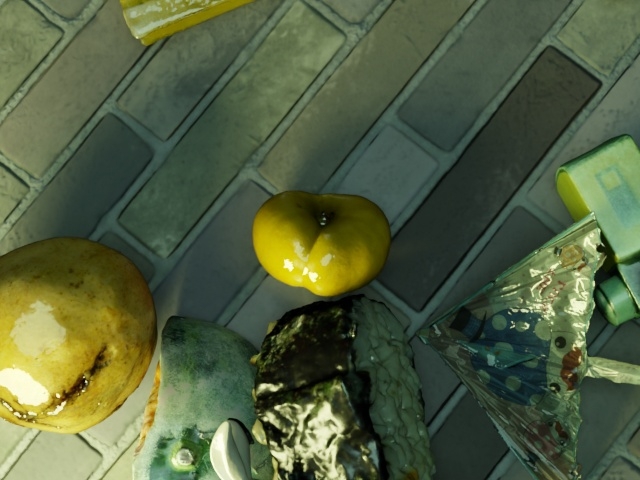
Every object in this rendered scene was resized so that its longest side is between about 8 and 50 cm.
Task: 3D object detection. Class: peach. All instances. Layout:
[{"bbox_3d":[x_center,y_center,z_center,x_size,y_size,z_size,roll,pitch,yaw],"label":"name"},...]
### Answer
[{"bbox_3d":[0.000,0.000,1.803,0.179,0.179,0.103,5,121,2],"label":"peach"}]

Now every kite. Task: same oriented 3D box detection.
[{"bbox_3d":[0.293,0.151,1.800,0.368,0.014,0.406,10,109,21],"label":"kite"}]

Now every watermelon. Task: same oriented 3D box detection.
[{"bbox_3d":[-0.128,0.252,1.774,0.188,0.175,0.321,1,85,2],"label":"watermelon"}]

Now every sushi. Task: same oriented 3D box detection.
[{"bbox_3d":[0.035,0.243,1.756,0.171,0.211,0.350,-16,84,25],"label":"sushi"}]

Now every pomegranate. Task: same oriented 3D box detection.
[{"bbox_3d":[-0.325,0.116,1.754,0.260,0.260,0.260,0,84,1],"label":"pomegranate"}]

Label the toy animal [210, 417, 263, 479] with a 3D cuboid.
[{"bbox_3d":[-0.067,0.302,1.671,0.182,0.131,0.127,30,84,16],"label":"toy animal"}]

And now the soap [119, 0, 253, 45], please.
[{"bbox_3d":[-0.131,-0.400,1.881,0.315,0.091,0.199,-24,84,-1],"label":"soap"}]

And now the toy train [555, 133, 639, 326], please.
[{"bbox_3d":[0.497,-0.057,1.808,0.397,0.160,0.253,-28,79,-1],"label":"toy train"}]
